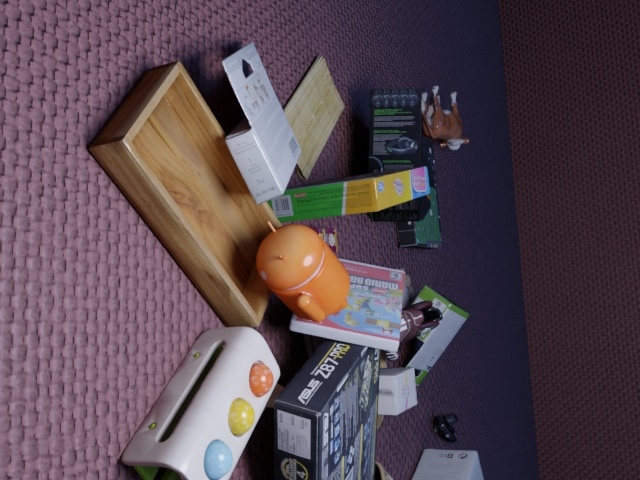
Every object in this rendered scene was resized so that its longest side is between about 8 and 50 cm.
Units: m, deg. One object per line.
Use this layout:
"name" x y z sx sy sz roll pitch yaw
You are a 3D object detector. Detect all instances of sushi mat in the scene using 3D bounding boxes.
"sushi mat" -0.019 -0.284 1.598 0.151 0.019 0.316 65 33 -33

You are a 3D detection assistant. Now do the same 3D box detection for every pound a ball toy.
"pound a ball toy" -0.139 0.287 1.112 0.208 0.136 0.319 67 32 -28

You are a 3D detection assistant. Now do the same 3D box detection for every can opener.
"can opener" 0.387 0.575 2.130 0.186 0.073 0.059 62 25 -51

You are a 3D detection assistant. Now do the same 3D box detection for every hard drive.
"hard drive" 0.285 -0.145 2.097 0.237 0.064 0.339 3 81 -62

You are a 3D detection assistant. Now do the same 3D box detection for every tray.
"tray" -0.192 -0.063 1.162 0.411 0.076 0.203 59 36 -36

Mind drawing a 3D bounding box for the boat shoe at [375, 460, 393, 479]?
"boat shoe" 0.094 0.628 1.507 0.110 0.122 0.341 65 22 -23

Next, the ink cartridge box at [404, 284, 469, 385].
"ink cartridge box" 0.283 0.269 1.957 0.255 0.097 0.189 -55 150 4

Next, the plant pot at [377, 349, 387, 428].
"plant pot" 0.101 0.336 1.669 0.236 0.032 0.236 25 62 -59

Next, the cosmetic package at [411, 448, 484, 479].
"cosmetic package" 0.303 0.770 1.808 0.453 0.161 0.230 -44 123 -57

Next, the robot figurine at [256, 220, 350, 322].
"robot figurine" -0.030 0.054 1.230 0.219 0.128 0.158 52 56 -47

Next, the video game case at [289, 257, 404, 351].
"video game case" 0.063 0.116 1.409 0.285 0.204 0.025 -71 171 -63

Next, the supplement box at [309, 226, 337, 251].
"supplement box" 0.000 0.000 1.542 0.083 0.043 0.055 2 83 -62

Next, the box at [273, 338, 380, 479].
"box" 0.021 0.387 1.325 0.318 0.097 0.395 -40 136 -56

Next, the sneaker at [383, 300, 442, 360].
"sneaker" 0.218 0.214 1.701 0.281 0.162 0.106 54 14 -77

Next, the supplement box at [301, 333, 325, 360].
"supplement box" 0.038 0.189 1.528 0.188 0.081 0.104 -27 108 -60

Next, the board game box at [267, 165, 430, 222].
"board game box" 0.068 -0.100 1.482 0.316 0.242 0.064 -20 103 -61

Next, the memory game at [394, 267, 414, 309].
"memory game" 0.227 0.166 1.968 0.186 0.012 0.186 23 64 -59

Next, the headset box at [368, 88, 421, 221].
"headset box" 0.191 -0.219 1.782 0.246 0.131 0.283 68 24 -71

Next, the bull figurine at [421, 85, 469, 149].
"bull figurine" 0.415 -0.406 2.370 0.310 0.101 0.188 -6 86 -65

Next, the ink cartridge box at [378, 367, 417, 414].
"ink cartridge box" 0.153 0.349 1.631 0.143 0.092 0.090 0 84 -61

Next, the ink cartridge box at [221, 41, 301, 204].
"ink cartridge box" -0.119 -0.219 1.269 0.275 0.060 0.239 -76 143 -67
